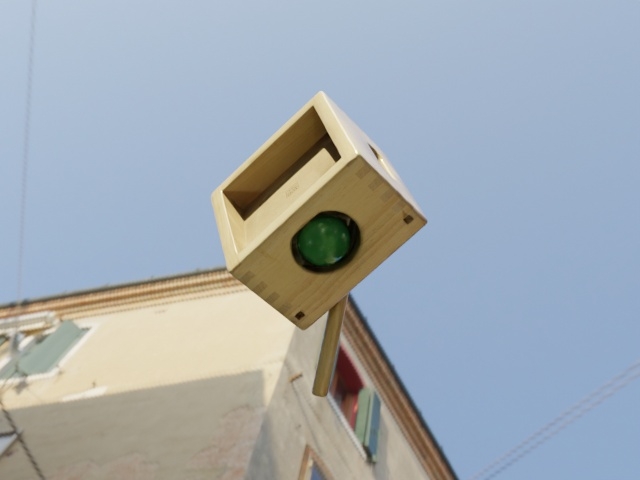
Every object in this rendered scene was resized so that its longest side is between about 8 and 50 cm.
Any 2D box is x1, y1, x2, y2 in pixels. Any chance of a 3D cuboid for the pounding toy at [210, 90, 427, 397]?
[{"bbox_3d":[0.000,0.000,0.604,0.130,0.141,0.100,-42,-60,12],"label":"pounding toy"}]
